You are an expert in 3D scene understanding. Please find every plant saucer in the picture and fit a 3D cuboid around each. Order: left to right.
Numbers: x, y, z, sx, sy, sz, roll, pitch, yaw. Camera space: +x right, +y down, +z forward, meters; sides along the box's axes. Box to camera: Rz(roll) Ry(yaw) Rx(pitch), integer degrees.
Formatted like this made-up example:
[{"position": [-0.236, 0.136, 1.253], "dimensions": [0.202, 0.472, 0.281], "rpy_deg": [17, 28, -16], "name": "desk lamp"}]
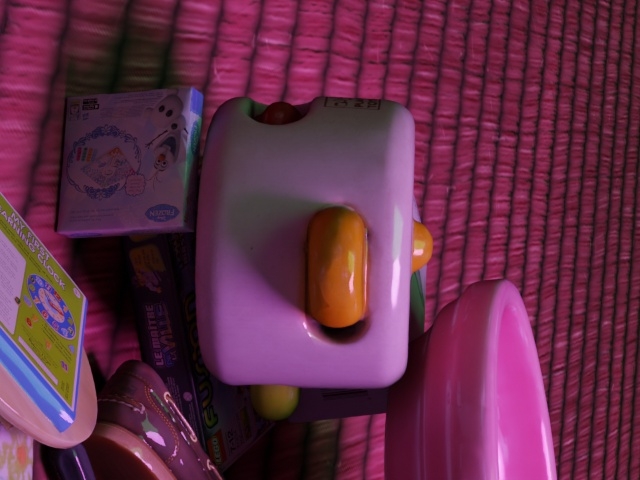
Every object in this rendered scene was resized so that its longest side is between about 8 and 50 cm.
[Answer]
[{"position": [0.110, 0.195, 1.288], "dimensions": [0.332, 0.084, 0.332], "rpy_deg": [-6, 90, -76], "name": "plant saucer"}]

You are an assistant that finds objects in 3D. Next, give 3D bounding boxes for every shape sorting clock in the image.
[{"position": [-0.183, 0.020, 0.969], "dimensions": [0.206, 0.040, 0.206], "rpy_deg": [55, 13, -19], "name": "shape sorting clock"}]

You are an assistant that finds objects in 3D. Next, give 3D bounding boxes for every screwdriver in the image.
[{"position": [-0.169, 0.093, 1.120], "dimensions": [0.025, 0.024, 0.170], "rpy_deg": [-116, -173, -73], "name": "screwdriver"}]

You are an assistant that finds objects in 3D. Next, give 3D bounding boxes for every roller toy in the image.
[{"position": [0.000, 0.000, 1.194], "dimensions": [0.209, 0.146, 0.191], "rpy_deg": [86, 6, -59], "name": "roller toy"}]

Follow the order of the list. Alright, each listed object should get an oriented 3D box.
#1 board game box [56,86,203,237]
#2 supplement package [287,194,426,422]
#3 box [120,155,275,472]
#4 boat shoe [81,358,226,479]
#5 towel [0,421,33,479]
[{"position": [-0.119, -0.048, 1.151], "dimensions": [0.020, 0.090, 0.090], "rpy_deg": [31, 59, -63], "name": "board game box"}, {"position": [0.020, 0.035, 1.397], "dimensions": [0.179, 0.105, 0.105], "rpy_deg": [-84, 162, -47], "name": "supplement package"}, {"position": [-0.085, 0.054, 1.285], "dimensions": [0.114, 0.036, 0.207], "rpy_deg": [-39, 122, -61], "name": "box"}, {"position": [-0.091, 0.166, 1.214], "dimensions": [0.073, 0.073, 0.207], "rpy_deg": [-67, 146, -40], "name": "boat shoe"}, {"position": [-0.229, 0.234, 0.835], "dimensions": [0.320, 0.090, 0.374], "rpy_deg": [34, 57, -69], "name": "towel"}]
